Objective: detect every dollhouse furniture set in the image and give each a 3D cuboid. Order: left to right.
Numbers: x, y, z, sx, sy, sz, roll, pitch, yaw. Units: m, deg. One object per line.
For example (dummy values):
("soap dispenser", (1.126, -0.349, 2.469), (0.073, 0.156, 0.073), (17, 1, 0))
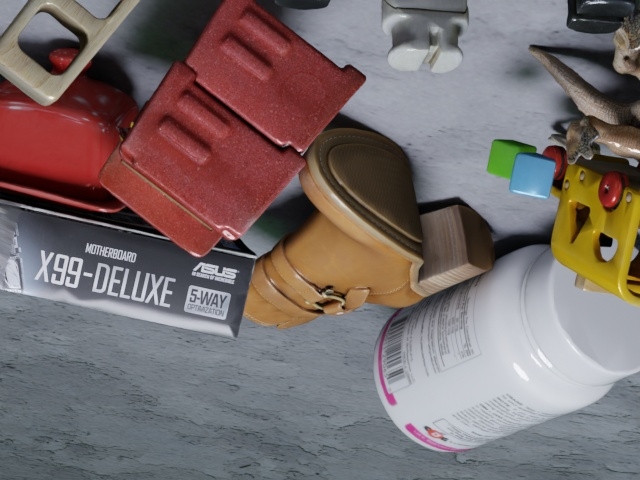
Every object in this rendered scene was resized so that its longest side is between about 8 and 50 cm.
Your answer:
("dollhouse furniture set", (-0.170, -0.158, 1.385), (0.374, 0.152, 0.201), (38, 170, -8))

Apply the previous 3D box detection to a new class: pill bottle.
("pill bottle", (0.187, 0.096, 1.797), (0.160, 0.160, 0.283), (20, 154, -25))

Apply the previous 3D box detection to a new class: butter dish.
("butter dish", (-0.213, -0.100, 1.561), (0.160, 0.118, 0.160), (14, -163, 5))

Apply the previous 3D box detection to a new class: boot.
("boot", (0.000, 0.000, 1.697), (0.220, 0.109, 0.283), (-19, 159, 27))

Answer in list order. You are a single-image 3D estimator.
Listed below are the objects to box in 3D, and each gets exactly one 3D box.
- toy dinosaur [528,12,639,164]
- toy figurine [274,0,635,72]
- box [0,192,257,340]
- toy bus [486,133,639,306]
("toy dinosaur", (0.303, -0.092, 1.408), (0.295, 0.127, 0.200), (2, 174, 36))
("toy figurine", (0.084, -0.213, 1.180), (0.213, 0.148, 0.209), (-13, 158, 35))
("box", (-0.193, 0.006, 1.661), (0.242, 0.076, 0.307), (13, -176, -8))
("toy bus", (0.230, -0.009, 1.469), (0.191, 0.104, 0.202), (16, -169, 24))
